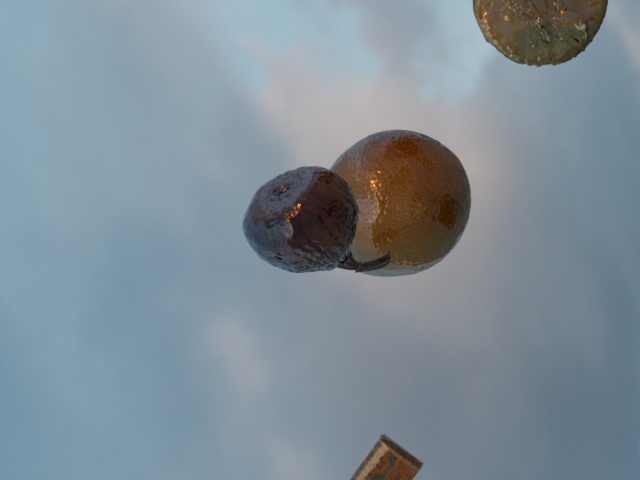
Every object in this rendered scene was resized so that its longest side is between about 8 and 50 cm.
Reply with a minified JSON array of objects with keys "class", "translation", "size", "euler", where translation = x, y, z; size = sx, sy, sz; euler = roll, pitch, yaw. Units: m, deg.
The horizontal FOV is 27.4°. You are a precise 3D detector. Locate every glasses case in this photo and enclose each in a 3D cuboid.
[{"class":"glasses case","translation":[0.053,0.386,1.879],"size":[0.075,0.218,0.049],"euler":[37,-171,7]}]

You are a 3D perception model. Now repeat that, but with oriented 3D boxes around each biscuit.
[{"class":"biscuit","translation":[0.345,-0.377,2.053],"size":[0.033,0.219,0.220],"euler":[68,-162,-78]}]

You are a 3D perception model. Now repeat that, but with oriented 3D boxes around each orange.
[{"class":"orange","translation":[0.122,-0.060,2.239],"size":[0.264,0.264,0.264],"euler":[32,-127,-56]}]

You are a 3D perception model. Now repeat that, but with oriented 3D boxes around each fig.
[{"class":"fig","translation":[0.000,0.000,1.652],"size":[0.201,0.146,0.134],"euler":[47,-120,-40]}]
